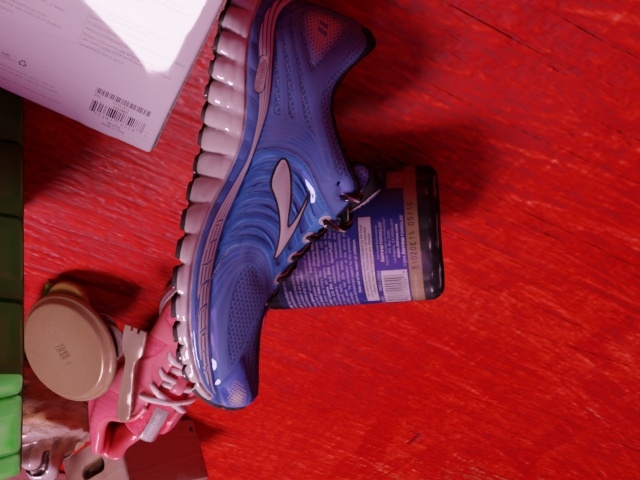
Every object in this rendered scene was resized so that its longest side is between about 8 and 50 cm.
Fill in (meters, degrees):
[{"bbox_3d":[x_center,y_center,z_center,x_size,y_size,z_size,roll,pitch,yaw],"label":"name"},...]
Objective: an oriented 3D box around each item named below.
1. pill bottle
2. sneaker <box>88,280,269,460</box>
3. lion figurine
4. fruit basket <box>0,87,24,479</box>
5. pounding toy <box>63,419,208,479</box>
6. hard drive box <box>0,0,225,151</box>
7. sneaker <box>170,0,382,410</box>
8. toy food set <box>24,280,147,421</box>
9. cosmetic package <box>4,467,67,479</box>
[{"bbox_3d":[0.000,0.000,0.808,0.219,0.123,0.123,-4,138,8],"label":"pill bottle"},{"bbox_3d":[-0.159,0.151,0.980,0.116,0.136,0.314,28,133,-27],"label":"sneaker"},{"bbox_3d":[-0.482,0.198,1.073,0.392,0.142,0.240,2,164,23],"label":"lion figurine"},{"bbox_3d":[-0.412,0.017,0.668,0.392,0.392,0.283,12,138,-10],"label":"fruit basket"},{"bbox_3d":[-0.287,0.303,1.144,0.181,0.094,0.206,-34,155,35],"label":"pounding toy"},{"bbox_3d":[-0.153,-0.196,0.609,0.181,0.089,0.232,23,136,-15],"label":"hard drive box"},{"bbox_3d":[-0.029,-0.021,0.681,0.147,0.130,0.330,11,102,-5],"label":"sneaker"},{"bbox_3d":[-0.266,0.110,0.961,0.192,0.038,0.132,20,112,19],"label":"toy food set"},{"bbox_3d":[-0.460,0.501,1.385,0.197,0.155,0.365,14,137,-14],"label":"cosmetic package"}]
